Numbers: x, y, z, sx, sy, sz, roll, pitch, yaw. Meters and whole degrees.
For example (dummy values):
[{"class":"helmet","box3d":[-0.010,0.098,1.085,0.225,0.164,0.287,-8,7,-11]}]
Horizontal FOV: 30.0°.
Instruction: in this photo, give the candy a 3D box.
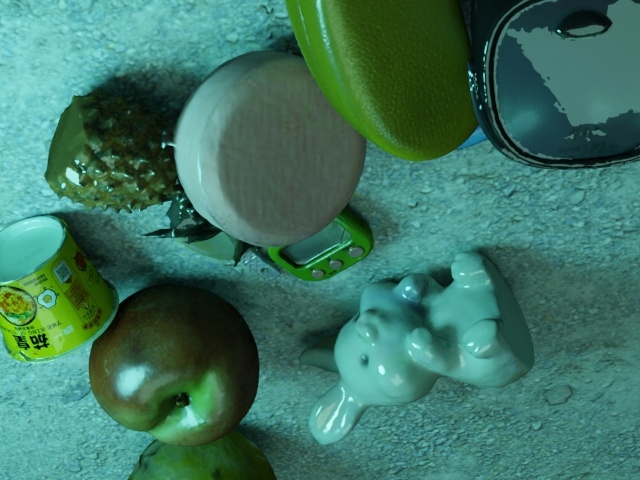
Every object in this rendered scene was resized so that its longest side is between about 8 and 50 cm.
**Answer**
[{"class":"candy","box3d":[-0.066,-0.115,1.489,0.255,0.094,0.255,-10,111,-29]}]

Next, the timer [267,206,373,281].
[{"class":"timer","box3d":[0.000,0.000,1.739,0.140,0.047,0.128,-30,133,26]}]

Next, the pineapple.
[{"class":"pineapple","box3d":[-0.174,-0.070,1.568,0.364,0.165,0.165,22,131,-27]}]

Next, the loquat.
[{"class":"loquat","box3d":[-0.208,0.453,2.069,0.276,0.276,0.284,-31,114,26]}]

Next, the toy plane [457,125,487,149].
[{"class":"toy plane","box3d":[0.252,-0.186,1.514,0.271,0.105,0.254,-18,135,16]}]

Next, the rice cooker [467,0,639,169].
[{"class":"rice cooker","box3d":[0.283,-0.213,1.304,0.267,0.224,0.267,3,121,5]}]

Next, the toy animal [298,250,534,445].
[{"class":"toy animal","box3d":[0.139,0.180,1.840,0.368,0.196,0.241,-17,137,10]}]

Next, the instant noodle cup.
[{"class":"instant noodle cup","box3d":[-0.397,0.062,1.691,0.182,0.182,0.144,-13,128,10]}]

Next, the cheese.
[{"class":"cheese","box3d":[-0.128,0.007,1.743,0.097,0.037,0.192,-30,132,27]}]

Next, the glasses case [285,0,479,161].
[{"class":"glasses case","box3d":[0.060,-0.258,1.367,0.173,0.141,0.371,-30,126,-11]}]

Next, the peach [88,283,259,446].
[{"class":"peach","box3d":[-0.214,0.179,1.779,0.252,0.252,0.252,-2,137,-2]}]
